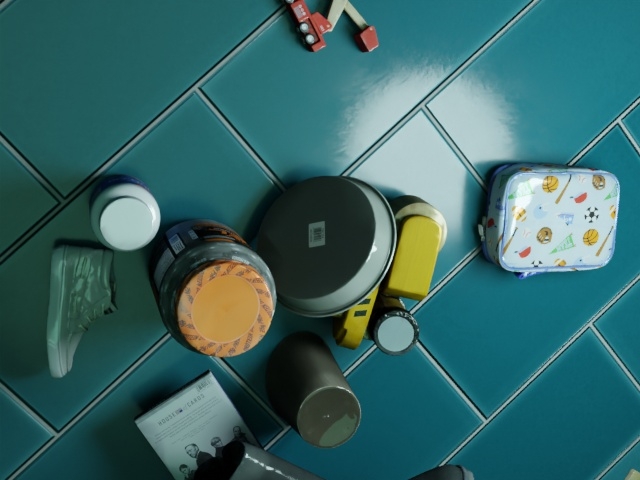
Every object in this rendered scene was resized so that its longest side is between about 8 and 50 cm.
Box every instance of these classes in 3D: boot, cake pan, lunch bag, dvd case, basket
[{"bbox_3d":[0.019,0.485,1.672,0.445,0.146,0.367,31,117,-17],"label":"boot"},{"bbox_3d":[0.000,0.000,1.660,0.293,0.293,0.054,-52,147,-1],"label":"cake pan"},{"bbox_3d":[-0.450,0.138,1.649,0.123,0.095,0.258,3,99,-9],"label":"boot"},{"bbox_3d":[0.491,-0.042,1.870,0.303,0.115,0.243,-1,103,-16],"label":"lunch bag"},{"bbox_3d":[-0.233,0.401,1.730,0.179,0.029,0.238,-32,105,-6],"label":"dvd case"},{"bbox_3d":[-0.013,0.311,1.738,0.154,0.227,0.204,0,100,-16],"label":"basket"}]

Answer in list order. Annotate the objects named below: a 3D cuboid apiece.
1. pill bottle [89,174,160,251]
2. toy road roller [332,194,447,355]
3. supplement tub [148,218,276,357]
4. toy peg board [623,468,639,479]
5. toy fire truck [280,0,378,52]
[{"bbox_3d":[-0.356,-0.048,1.573,0.124,0.221,0.124,-3,102,-15],"label":"pill bottle"},{"bbox_3d":[0.094,0.058,1.737,0.241,0.202,0.329,15,98,-7],"label":"toy road roller"},{"bbox_3d":[-0.200,0.085,1.582,0.207,0.338,0.207,-3,102,-15],"label":"supplement tub"},{"bbox_3d":[0.796,0.672,2.114,0.161,0.079,0.160,32,91,-18],"label":"toy peg board"},{"bbox_3d":[0.016,-0.437,1.690,0.135,0.047,0.192,-31,107,-8],"label":"toy fire truck"}]
